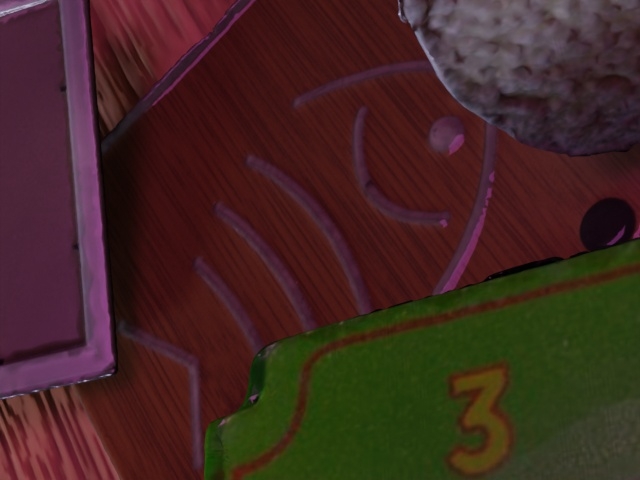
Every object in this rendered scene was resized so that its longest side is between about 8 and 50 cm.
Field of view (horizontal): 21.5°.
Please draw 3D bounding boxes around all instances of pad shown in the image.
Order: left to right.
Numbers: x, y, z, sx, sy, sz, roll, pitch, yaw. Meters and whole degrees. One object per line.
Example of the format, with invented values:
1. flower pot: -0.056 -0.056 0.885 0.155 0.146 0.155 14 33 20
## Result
1. pad: 0.000 0.000 0.757 0.284 0.018 0.286 -44 51 11

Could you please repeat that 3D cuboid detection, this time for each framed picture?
1. framed picture: -0.225 -0.008 0.856 0.274 0.017 0.217 -12 73 21

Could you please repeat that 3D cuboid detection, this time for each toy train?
1. toy train: 0.070 0.107 0.575 0.243 0.132 0.188 -18 59 26

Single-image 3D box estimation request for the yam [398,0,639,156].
1. yam: 0.111 -0.240 0.660 0.241 0.241 0.348 -28 53 24
